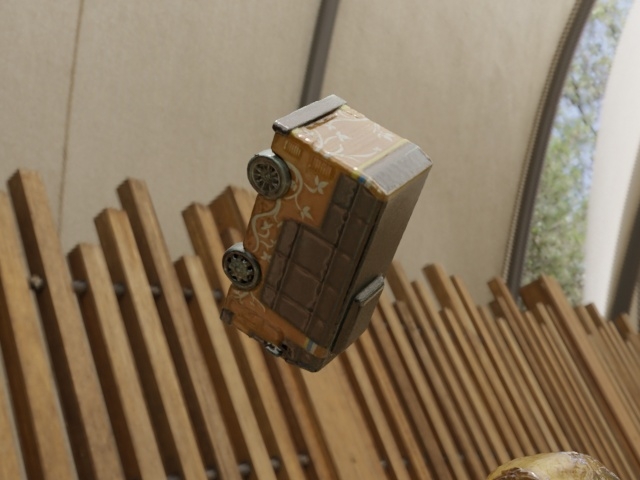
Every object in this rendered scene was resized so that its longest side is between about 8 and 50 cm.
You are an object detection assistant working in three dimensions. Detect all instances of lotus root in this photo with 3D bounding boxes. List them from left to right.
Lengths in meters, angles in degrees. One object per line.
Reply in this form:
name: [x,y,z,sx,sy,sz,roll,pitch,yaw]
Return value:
lotus root: [0.273,0.337,0.930,0.193,0.193,0.291,-29,-53,14]

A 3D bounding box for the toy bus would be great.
toy bus: [0.000,0.000,0.968,0.138,0.167,0.275,-35,-28,-51]
